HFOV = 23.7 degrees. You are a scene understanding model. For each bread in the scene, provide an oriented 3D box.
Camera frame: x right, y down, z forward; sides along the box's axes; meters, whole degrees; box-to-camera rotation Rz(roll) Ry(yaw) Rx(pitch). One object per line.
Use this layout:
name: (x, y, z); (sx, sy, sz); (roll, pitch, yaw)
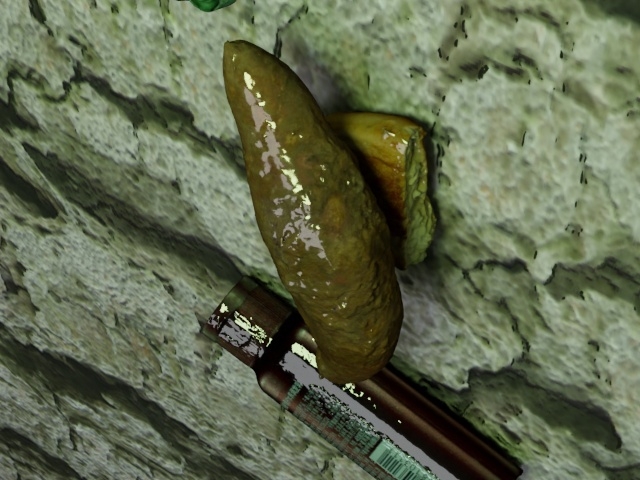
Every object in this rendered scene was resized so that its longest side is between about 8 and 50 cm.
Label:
bread: (0.024, -0.056, 1.178); (0.136, 0.054, 0.154); (23, 143, 25)

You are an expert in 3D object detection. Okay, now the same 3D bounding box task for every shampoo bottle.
shampoo bottle: (0.035, 0.157, 1.459); (0.323, 0.084, 0.129); (37, 151, 6)

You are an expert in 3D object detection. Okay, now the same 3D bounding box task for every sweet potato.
sweet potato: (0.003, 0.003, 1.138); (0.114, 0.092, 0.341); (37, 155, 44)

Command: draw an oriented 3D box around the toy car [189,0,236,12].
toy car: (0.000, -0.235, 0.860); (0.125, 0.136, 0.306); (62, 150, 2)
